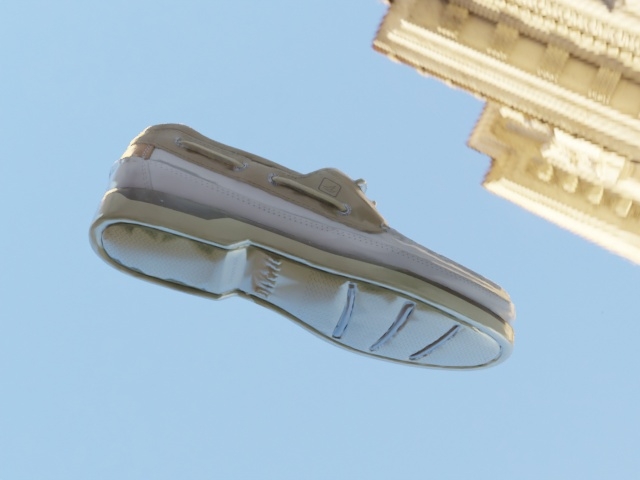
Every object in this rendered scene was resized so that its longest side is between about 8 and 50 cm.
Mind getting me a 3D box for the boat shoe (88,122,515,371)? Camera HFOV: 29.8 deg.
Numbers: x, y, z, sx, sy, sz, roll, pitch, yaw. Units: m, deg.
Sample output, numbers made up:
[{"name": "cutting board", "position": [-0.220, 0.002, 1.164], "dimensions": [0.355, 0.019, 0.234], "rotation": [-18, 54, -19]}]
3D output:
[{"name": "boat shoe", "position": [0.000, 0.000, 0.834], "dimensions": [0.302, 0.113, 0.103], "rotation": [20, -124, -10]}]
